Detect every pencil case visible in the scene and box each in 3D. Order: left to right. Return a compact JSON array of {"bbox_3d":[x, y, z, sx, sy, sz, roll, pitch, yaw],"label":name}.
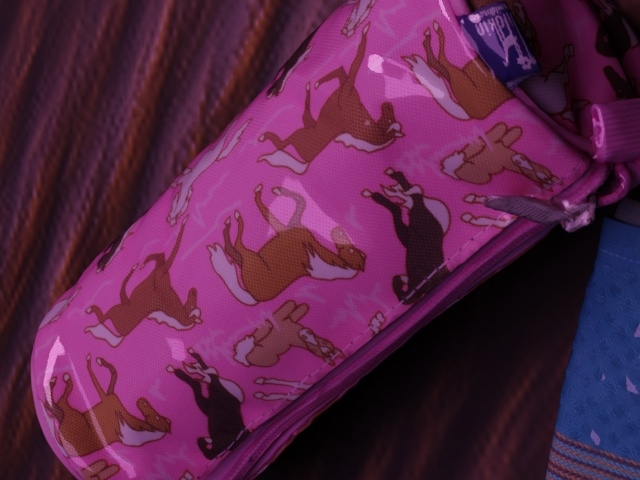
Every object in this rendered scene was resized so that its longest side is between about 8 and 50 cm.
[{"bbox_3d":[0.000,0.000,0.829,0.160,0.167,0.386,40,123,-14],"label":"pencil case"}]

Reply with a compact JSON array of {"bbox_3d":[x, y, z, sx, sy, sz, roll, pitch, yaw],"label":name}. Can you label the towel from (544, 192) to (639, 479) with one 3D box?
[{"bbox_3d":[0.226,0.183,0.756,0.271,0.040,0.370,19,108,34],"label":"towel"}]
